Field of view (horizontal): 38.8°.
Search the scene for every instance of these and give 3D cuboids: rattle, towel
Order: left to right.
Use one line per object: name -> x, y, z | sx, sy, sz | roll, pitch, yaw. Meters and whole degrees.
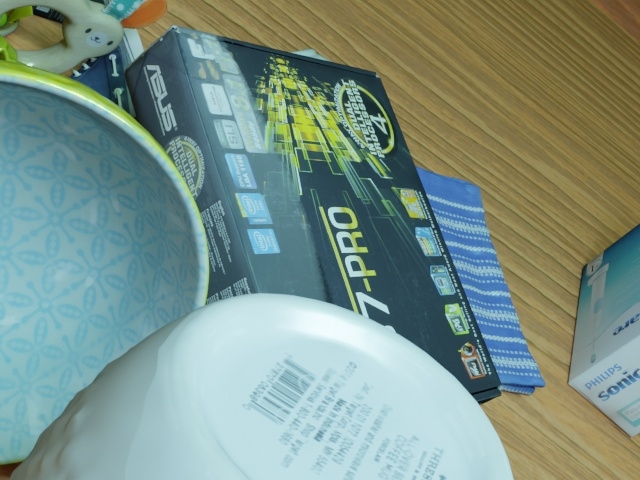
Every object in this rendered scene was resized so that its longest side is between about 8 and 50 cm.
rattle -> -0.234, -0.179, 0.866 | 0.200, 0.130, 0.142 | -6, 43, -18
towel -> 0.152, 0.028, 1.154 | 0.243, 0.040, 0.336 | 17, 44, -32

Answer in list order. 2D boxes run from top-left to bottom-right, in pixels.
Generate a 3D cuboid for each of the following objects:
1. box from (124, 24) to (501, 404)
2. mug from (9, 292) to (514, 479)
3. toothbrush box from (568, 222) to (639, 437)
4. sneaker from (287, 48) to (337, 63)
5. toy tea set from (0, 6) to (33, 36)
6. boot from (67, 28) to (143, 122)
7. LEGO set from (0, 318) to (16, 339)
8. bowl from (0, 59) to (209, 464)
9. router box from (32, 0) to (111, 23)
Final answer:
box -> 0.000, 0.000, 0.899 | 0.318, 0.097, 0.394 | 0, 66, -48
mug -> -0.077, 0.214, 0.433 | 0.276, 0.328, 0.374 | 37, 28, 20
toothbrush box -> 0.472, 0.092, 1.256 | 0.126, 0.216, 0.295 | 40, 35, -6
sneaker -> -0.053, -0.181, 1.132 | 0.091, 0.094, 0.258 | 33, 29, 15
toy tea set -> -0.393, -0.371, 0.935 | 0.200, 0.124, 0.336 | 11, 48, -38
boot -> -0.231, -0.177, 0.956 | 0.086, 0.069, 0.190 | -6, 50, -29
LEGO set -> -0.167, 0.037, 0.794 | 0.244, 0.060, 0.182 | 5, 57, -33
bowl -> -0.233, -0.003, 0.637 | 0.290, 0.289, 0.156 | 24, 18, -27
router box -> -0.289, -0.299, 1.041 | 0.092, 0.038, 0.122 | 10, 49, -38
